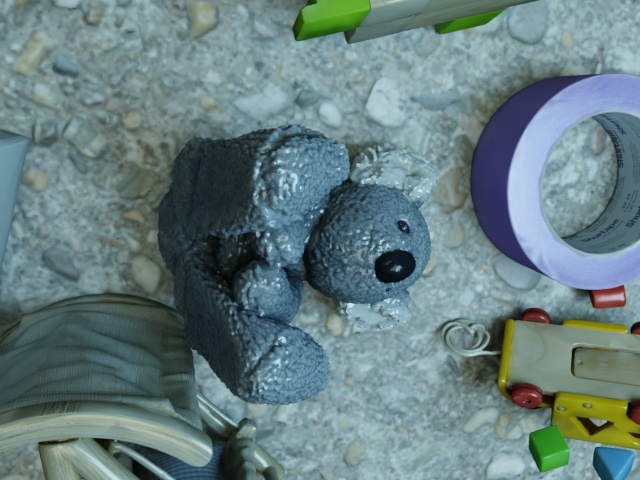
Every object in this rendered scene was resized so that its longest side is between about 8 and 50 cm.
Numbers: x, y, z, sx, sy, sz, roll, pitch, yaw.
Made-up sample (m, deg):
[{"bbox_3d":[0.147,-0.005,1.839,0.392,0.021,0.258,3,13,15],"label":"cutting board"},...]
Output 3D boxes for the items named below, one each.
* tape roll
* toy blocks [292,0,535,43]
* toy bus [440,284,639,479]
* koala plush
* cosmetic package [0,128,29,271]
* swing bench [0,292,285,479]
[{"bbox_3d":[0.240,-0.055,0.652,0.188,0.080,0.189,-2,102,-11],"label":"tape roll"},{"bbox_3d":[0.132,-0.319,0.544,0.381,0.191,0.261,-15,92,-8],"label":"toy blocks"},{"bbox_3d":[0.245,0.138,0.674,0.190,0.202,0.104,-26,136,-13],"label":"toy bus"},{"bbox_3d":[0.000,0.000,0.583,0.221,0.203,0.196,-4,105,-33],"label":"koala plush"},{"bbox_3d":[-0.357,0.078,0.514,0.196,0.155,0.366,12,99,-12],"label":"cosmetic package"},{"bbox_3d":[-0.131,0.171,0.528,0.165,0.253,0.255,-26,106,-6],"label":"swing bench"}]
